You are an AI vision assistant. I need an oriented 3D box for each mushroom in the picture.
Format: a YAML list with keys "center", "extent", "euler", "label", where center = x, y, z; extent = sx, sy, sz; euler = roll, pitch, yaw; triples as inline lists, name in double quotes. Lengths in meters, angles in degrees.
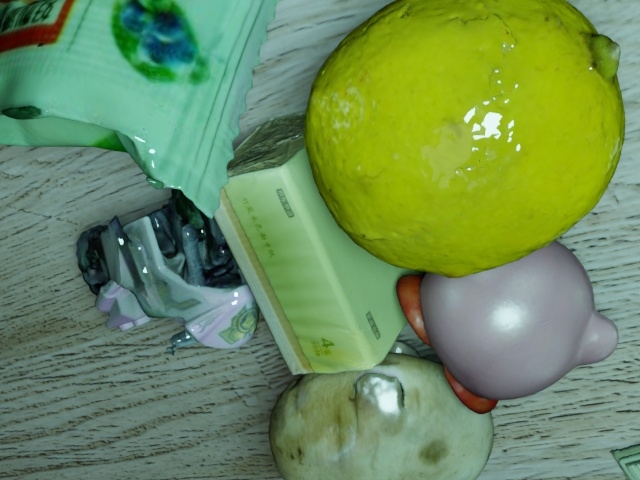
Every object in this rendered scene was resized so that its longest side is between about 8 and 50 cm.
- center: [0.067, 0.199, 1.250]
  extent: [0.254, 0.184, 0.255]
  euler: [7, 146, 5]
  label: "mushroom"

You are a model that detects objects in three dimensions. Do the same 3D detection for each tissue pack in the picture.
- center: [0.000, 0.000, 1.184]
  extent: [0.125, 0.159, 0.234]
  euler: [-10, 113, 33]
  label: "tissue pack"

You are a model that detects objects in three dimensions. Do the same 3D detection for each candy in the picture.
- center: [-0.247, -0.177, 1.161]
  extent: [0.397, 0.263, 0.172]
  euler: [9, 154, 33]
  label: "candy"

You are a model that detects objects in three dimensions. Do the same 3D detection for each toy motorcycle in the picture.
- center: [-0.171, 0.045, 1.305]
  extent: [0.327, 0.143, 0.188]
  euler: [-21, 94, 51]
  label: "toy motorcycle"

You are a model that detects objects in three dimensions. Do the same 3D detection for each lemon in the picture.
- center: [0.119, -0.096, 1.007]
  extent: [0.283, 0.260, 0.261]
  euler: [3, 120, 27]
  label: "lemon"

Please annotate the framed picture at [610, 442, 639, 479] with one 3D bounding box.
- center: [0.478, 0.273, 1.193]
  extent: [0.293, 0.018, 0.231]
  euler: [-26, 105, 37]
  label: "framed picture"

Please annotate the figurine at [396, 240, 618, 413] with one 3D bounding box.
- center: [0.181, 0.067, 1.129]
  extent: [0.173, 0.173, 0.173]
  euler: [13, 124, 20]
  label: "figurine"
